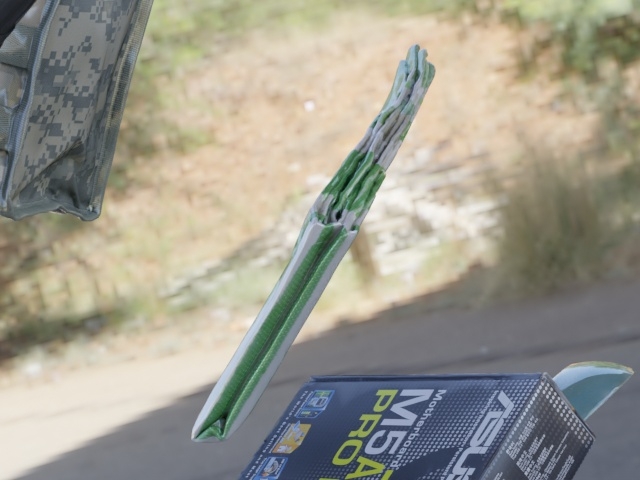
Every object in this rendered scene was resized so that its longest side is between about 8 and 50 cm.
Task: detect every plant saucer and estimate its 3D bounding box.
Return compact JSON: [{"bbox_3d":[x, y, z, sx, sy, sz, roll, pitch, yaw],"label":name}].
[{"bbox_3d":[0.124,0.198,1.452,0.317,0.043,0.317,-41,-9,-8],"label":"plant saucer"}]

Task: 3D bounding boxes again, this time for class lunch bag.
[{"bbox_3d":[-0.243,-0.176,1.226,0.235,0.287,0.169,16,5,17],"label":"lunch bag"}]

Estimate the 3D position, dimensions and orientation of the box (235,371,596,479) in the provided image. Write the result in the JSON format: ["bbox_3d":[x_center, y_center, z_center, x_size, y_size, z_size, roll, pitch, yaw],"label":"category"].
[{"bbox_3d":[0.006,0.193,1.034,0.216,0.060,0.270,-6,41,52],"label":"box"}]

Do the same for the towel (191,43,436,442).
[{"bbox_3d":[0.000,0.000,1.439,0.248,0.038,0.325,-61,1,32],"label":"towel"}]

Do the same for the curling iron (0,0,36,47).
[{"bbox_3d":[-0.167,-0.116,0.899,0.274,0.035,0.068,-37,23,52],"label":"curling iron"}]
